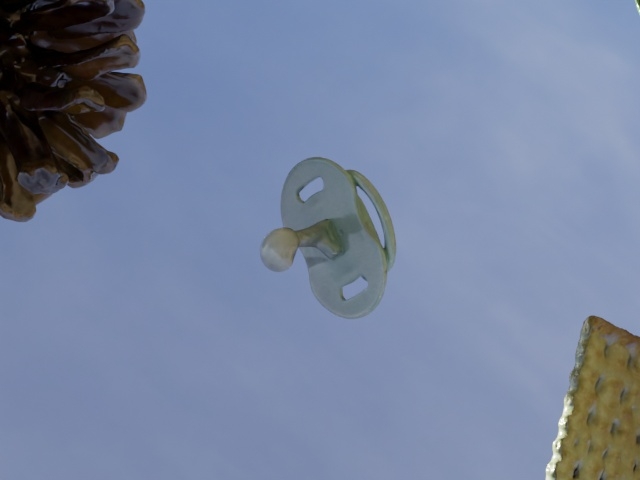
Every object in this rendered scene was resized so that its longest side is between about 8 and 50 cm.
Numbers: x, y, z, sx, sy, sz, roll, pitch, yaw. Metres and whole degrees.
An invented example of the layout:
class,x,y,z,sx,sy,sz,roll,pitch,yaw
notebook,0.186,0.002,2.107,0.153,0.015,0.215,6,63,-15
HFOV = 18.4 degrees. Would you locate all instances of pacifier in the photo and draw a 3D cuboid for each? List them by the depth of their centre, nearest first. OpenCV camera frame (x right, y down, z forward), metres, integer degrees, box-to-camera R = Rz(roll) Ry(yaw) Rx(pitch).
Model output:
class,x,y,z,sx,sy,sz,roll,pitch,yaw
pacifier,0.000,0.000,1.739,0.116,0.126,0.150,-14,-96,-44

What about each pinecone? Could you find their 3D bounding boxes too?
class,x,y,z,sx,sy,sz,roll,pitch,yaw
pinecone,-0.318,-0.188,1.863,0.384,0.384,0.384,27,-153,-15

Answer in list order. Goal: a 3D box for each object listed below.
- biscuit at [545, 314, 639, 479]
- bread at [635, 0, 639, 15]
class,x,y,z,sx,sy,sz,roll,pitch,yaw
biscuit,0.172,0.172,1.202,0.016,0.231,0.139,5,166,41
bread,0.341,-0.213,1.470,0.228,0.228,0.033,53,-173,33
